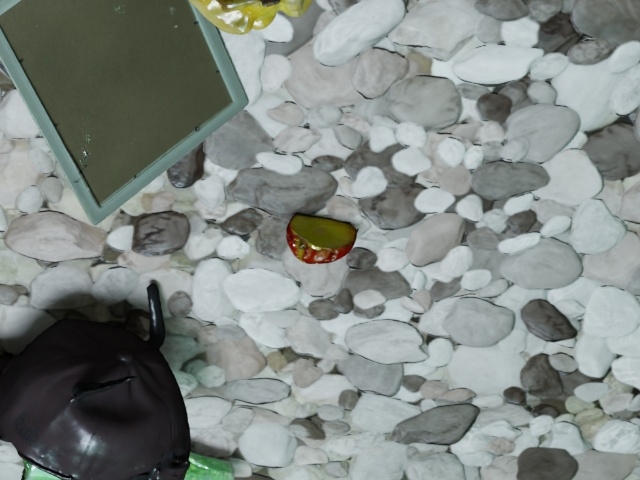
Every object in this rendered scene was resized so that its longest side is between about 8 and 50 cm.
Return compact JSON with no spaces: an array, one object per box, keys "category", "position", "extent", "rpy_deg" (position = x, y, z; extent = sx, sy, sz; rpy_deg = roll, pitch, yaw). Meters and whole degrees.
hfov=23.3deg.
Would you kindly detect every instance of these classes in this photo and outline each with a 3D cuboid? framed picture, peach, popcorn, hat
[{"category":"framed picture","position":[-0.210,-0.188,1.627],"extent":[0.232,0.019,0.296],"rpy_deg":[-40,134,-19]},{"category":"peach","position":[0.000,0.000,1.873],"extent":[0.083,0.077,0.050],"rpy_deg":[-26,143,-40]},{"category":"popcorn","position":[-0.075,-0.285,1.550],"extent":[0.167,0.152,0.148],"rpy_deg":[34,97,-26]},{"category":"hat","position":[-0.302,0.155,1.909],"extent":[0.336,0.238,0.209],"rpy_deg":[24,113,18]}]

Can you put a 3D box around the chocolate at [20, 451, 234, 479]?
[{"category":"chocolate","position":[-0.262,0.311,2.127],"extent":[0.291,0.110,0.110],"rpy_deg":[10,132,-13]}]

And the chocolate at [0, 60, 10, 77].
[{"category":"chocolate","position":[-0.341,-0.238,1.604],"extent":[0.248,0.110,0.110],"rpy_deg":[28,127,-28]}]
